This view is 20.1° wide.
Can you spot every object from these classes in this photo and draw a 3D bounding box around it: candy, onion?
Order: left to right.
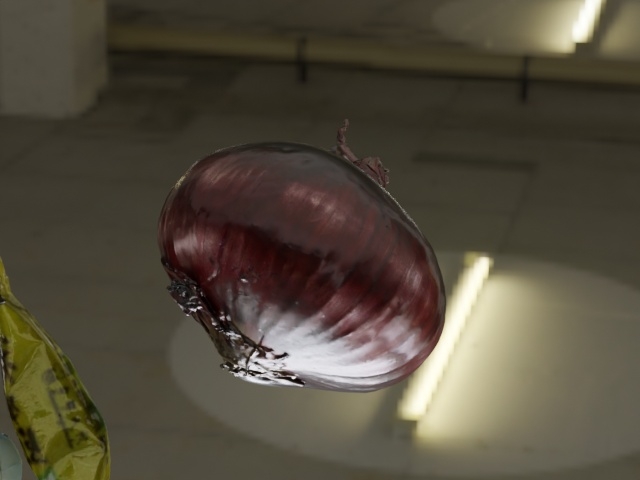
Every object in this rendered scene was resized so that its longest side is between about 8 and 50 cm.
[{"bbox_3d":[-0.250,0.155,1.686,0.081,0.297,0.187,-19,176,-9],"label":"candy"},{"bbox_3d":[0.000,0.000,1.599,0.273,0.273,0.285,16,-118,35],"label":"onion"}]

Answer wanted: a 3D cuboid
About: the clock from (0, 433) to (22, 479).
[{"bbox_3d":[-0.371,0.223,1.687,0.144,0.103,0.231,-4,-178,23],"label":"clock"}]
